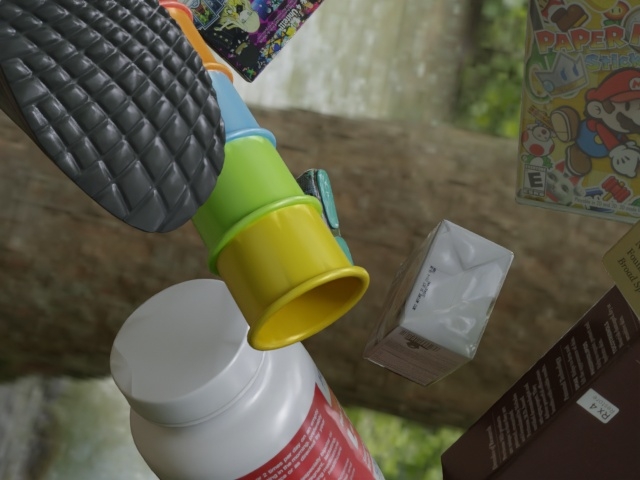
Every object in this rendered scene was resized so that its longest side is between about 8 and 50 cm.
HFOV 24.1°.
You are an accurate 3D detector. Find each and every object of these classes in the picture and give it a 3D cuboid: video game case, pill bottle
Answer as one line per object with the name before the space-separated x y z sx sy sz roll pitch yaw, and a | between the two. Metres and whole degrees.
video game case | -0.091 -0.356 1.913 0.232 0.210 0.042 -50 -164 -4
video game case | 0.275 -0.105 1.216 0.026 0.227 0.206 -47 143 -54
pill bottle | -0.084 0.237 1.788 0.407 0.229 0.229 61 42 -43

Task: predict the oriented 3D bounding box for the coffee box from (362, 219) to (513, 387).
coffee box | 0.138 0.082 1.818 0.246 0.098 0.141 123 -8 -75

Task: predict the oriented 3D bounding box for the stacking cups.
stacking cups | -0.082 -0.079 1.057 0.096 0.316 0.096 -27 161 -10

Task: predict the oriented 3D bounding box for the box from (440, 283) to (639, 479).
box | 0.324 0.199 1.634 0.381 0.191 0.143 -49 -164 23

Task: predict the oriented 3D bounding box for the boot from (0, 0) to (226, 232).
boot | -0.211 -0.153 0.985 0.118 0.223 0.338 -43 110 -14

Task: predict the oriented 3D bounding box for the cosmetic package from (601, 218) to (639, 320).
cosmetic package | 0.352 -0.026 0.981 0.113 0.160 0.309 9 131 -43

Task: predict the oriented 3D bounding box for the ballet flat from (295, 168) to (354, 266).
ballet flat | 0.000 0.000 1.973 0.070 0.070 0.188 46 29 -71
